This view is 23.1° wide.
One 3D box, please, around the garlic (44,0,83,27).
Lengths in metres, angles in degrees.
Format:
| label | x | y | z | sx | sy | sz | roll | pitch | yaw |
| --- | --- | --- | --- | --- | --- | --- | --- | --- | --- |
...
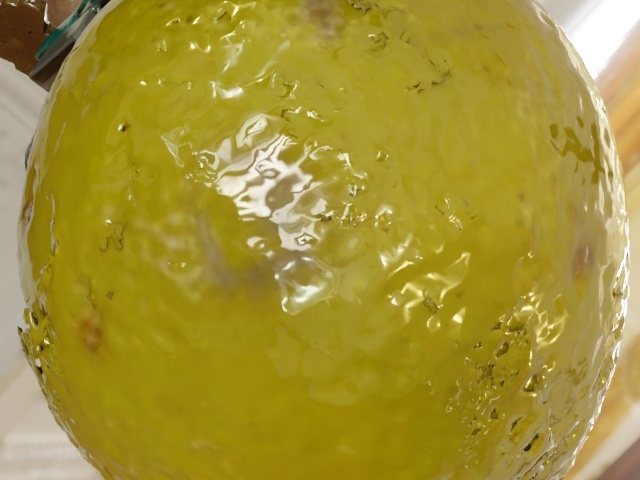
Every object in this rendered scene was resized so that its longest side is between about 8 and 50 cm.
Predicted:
| label | x | y | z | sx | sy | sz | roll | pitch | yaw |
| --- | --- | --- | --- | --- | --- | --- | --- | --- | --- |
| garlic | -0.167 | -0.204 | 1.526 | 0.191 | 0.214 | 0.160 | 12 | 10 | 21 |

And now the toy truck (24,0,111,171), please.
| label | x | y | z | sx | sy | sz | roll | pitch | yaw |
| --- | --- | --- | --- | --- | --- | --- | --- | --- | --- |
| toy truck | -0.039 | -0.059 | 1.072 | 0.363 | 0.178 | 0.176 | 41 | -33 | -17 |

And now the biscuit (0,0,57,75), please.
| label | x | y | z | sx | sy | sz | roll | pitch | yaw |
| --- | --- | --- | --- | --- | --- | --- | --- | --- | --- |
| biscuit | -0.209 | -0.144 | 1.108 | 0.092 | 0.082 | 0.016 | 49 | 48 | -35 |

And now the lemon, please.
| label | x | y | z | sx | sy | sz | roll | pitch | yaw |
| --- | --- | --- | --- | --- | --- | --- | --- | --- | --- |
| lemon | 0.000 | 0.000 | 0.656 | 0.258 | 0.258 | 0.310 | -125 | -153 | -47 |
